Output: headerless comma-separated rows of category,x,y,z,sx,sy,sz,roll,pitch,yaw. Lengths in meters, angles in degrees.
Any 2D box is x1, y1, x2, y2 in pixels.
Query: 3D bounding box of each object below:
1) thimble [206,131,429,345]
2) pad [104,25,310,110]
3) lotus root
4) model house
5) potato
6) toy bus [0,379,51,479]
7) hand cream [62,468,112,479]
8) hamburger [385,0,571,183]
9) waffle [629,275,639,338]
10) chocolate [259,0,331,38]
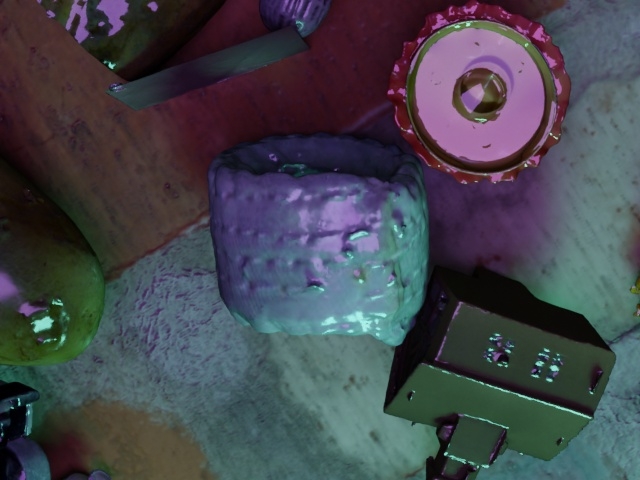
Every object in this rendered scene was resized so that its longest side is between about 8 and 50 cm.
thimble,0.000,0.000,1.518,0.204,0.250,0.172,-10,107,-28
pad,-0.106,-0.165,1.548,0.187,0.113,0.006,-18,82,7
lotus root,-0.165,-0.318,1.494,0.260,0.149,0.267,-39,103,13
model house,0.146,0.166,1.585,0.180,0.176,0.248,19,104,-11
potato,-0.351,0.011,1.577,0.307,0.173,0.210,33,95,-5
toy bus,-0.436,0.347,1.628,0.249,0.209,0.440,17,109,36
hand cream,-0.273,0.294,1.718,0.084,0.053,0.142,43,113,-9
hamburger,0.150,-0.140,1.525,0.175,0.137,0.175,1,100,4
waffle,0.414,0.058,1.599,0.193,0.070,0.197,31,104,-6
chocolate,-0.005,-0.269,1.534,0.072,0.072,0.167,26,107,-4
